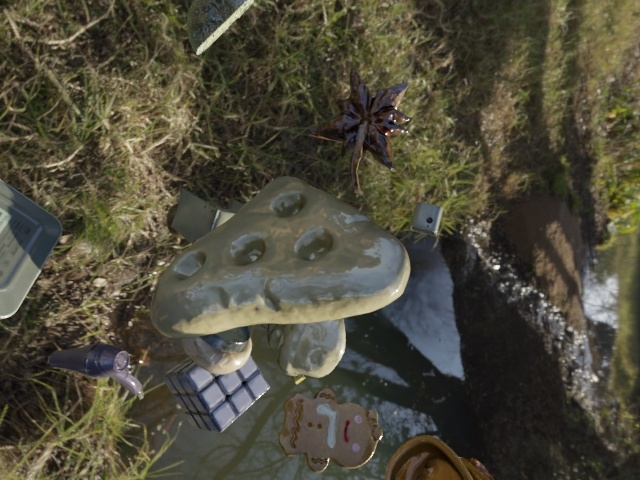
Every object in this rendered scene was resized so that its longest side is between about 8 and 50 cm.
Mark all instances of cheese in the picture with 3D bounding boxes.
[{"bbox_3d":[-0.049,0.056,0.663,0.351,0.328,0.129,-45,142,-31],"label":"cheese"}]

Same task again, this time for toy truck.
[{"bbox_3d":[0.288,0.580,0.913,0.204,0.288,0.212,-46,123,7],"label":"toy truck"}]

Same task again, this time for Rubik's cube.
[{"bbox_3d":[-0.472,0.638,1.948,0.304,0.305,0.301,-33,96,-42],"label":"Rubik's cube"}]

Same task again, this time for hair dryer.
[{"bbox_3d":[-0.768,0.498,1.576,0.121,0.301,0.361,-76,152,-42],"label":"hair dryer"}]

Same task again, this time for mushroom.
[{"bbox_3d":[-0.365,0.345,1.639,0.297,0.290,0.297,45,17,-18],"label":"mushroom"}]

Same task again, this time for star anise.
[{"bbox_3d":[0.128,-0.333,1.256,0.349,0.292,0.109,-52,154,3],"label":"star anise"}]

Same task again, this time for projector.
[{"bbox_3d":[0.334,-0.068,1.360,0.083,0.083,0.082,30,74,-70],"label":"projector"}]

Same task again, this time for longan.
[{"bbox_3d":[-0.608,-0.089,1.935,0.168,0.187,0.167,7,56,-10],"label":"longan"}]

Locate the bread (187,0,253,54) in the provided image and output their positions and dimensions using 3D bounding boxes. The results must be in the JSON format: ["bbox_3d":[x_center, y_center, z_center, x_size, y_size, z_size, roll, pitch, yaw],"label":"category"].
[{"bbox_3d":[-0.264,-0.558,1.043,0.112,0.193,0.036,57,19,4],"label":"bread"}]

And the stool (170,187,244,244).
[{"bbox_3d":[-0.382,-0.065,1.643,0.244,0.270,0.170,9,105,-49],"label":"stool"}]

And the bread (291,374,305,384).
[{"bbox_3d":[-0.134,0.554,2.036,0.088,0.226,0.049,-31,154,-7],"label":"bread"}]

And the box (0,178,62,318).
[{"bbox_3d":[-1.015,-0.008,1.267,0.396,0.111,0.395,48,34,-41],"label":"box"}]

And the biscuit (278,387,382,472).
[{"bbox_3d":[0.028,0.445,1.009,0.249,0.035,0.184,18,56,-10],"label":"biscuit"}]

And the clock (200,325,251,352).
[{"bbox_3d":[-0.326,0.275,1.414,0.215,0.215,0.042,24,109,-44],"label":"clock"}]

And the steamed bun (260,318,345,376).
[{"bbox_3d":[-0.064,0.229,1.313,0.248,0.339,0.352,10,86,-13],"label":"steamed bun"}]
